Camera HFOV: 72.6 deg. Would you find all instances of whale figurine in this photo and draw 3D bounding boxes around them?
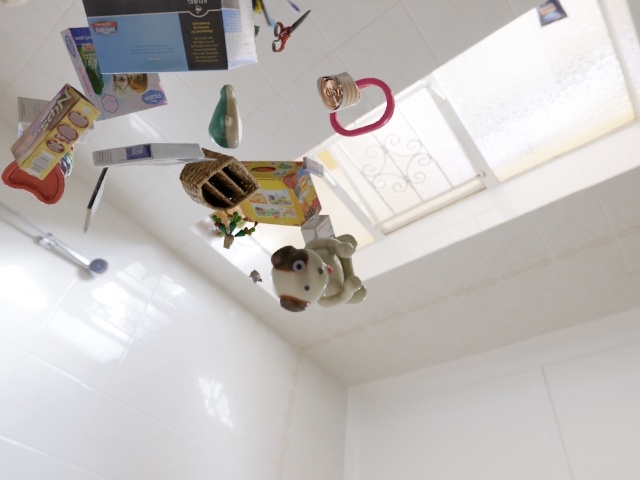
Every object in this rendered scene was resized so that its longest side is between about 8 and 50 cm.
[{"bbox_3d":[-0.421,-0.535,1.894,0.141,0.272,0.216,-1,-158,-2],"label":"whale figurine"}]

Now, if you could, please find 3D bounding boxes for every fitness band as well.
[{"bbox_3d":[0.162,-0.533,1.756,0.290,0.209,0.054,-10,-179,34],"label":"fitness band"}]

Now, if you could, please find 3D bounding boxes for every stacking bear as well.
[{"bbox_3d":[-0.943,-0.287,1.519,0.164,0.175,0.289,-44,-145,20],"label":"stacking bear"}]

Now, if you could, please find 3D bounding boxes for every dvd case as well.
[{"bbox_3d":[-0.750,-0.133,1.448,0.221,0.018,0.165,-34,-137,54],"label":"dvd case"}]

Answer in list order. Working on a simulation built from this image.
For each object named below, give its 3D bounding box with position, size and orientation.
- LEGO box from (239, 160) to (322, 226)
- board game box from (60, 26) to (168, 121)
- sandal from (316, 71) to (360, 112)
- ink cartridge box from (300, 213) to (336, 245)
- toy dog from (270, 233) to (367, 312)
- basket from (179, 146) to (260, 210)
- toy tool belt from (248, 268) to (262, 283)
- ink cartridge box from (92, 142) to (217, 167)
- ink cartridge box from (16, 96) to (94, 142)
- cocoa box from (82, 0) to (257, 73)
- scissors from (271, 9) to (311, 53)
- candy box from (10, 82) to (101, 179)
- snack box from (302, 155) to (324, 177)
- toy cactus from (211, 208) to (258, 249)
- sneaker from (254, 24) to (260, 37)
[{"bbox_3d":[-0.288,-0.292,2.710,0.500,0.372,0.193,6,-134,29],"label":"LEGO box"},{"bbox_3d":[-0.774,-0.651,1.679,0.066,0.318,0.318,1,-153,32],"label":"board game box"},{"bbox_3d":[0.075,-0.438,1.255,0.076,0.102,0.265,-14,-167,33],"label":"sandal"},{"bbox_3d":[0.000,0.000,1.888,0.082,0.191,0.139,2,-149,32],"label":"ink cartridge box"},{"bbox_3d":[-0.038,0.116,1.606,0.395,0.408,0.285,-3,-92,17],"label":"toy dog"},{"bbox_3d":[-0.446,-0.242,1.934,0.223,0.299,0.213,19,-104,21],"label":"basket"},{"bbox_3d":[-0.311,0.179,2.062,0.051,0.083,0.052,-41,-128,-23],"label":"toy tool belt"},{"bbox_3d":[-0.430,-0.224,1.148,0.223,0.045,0.224,0,-171,28],"label":"ink cartridge box"},{"bbox_3d":[-0.855,-0.383,1.406,0.148,0.203,0.086,-13,-98,53],"label":"ink cartridge box"},{"bbox_3d":[-0.362,-0.546,1.089,0.347,0.228,0.231,3,-153,11],"label":"cocoa box"},{"bbox_3d":[-0.103,-0.721,1.517,0.297,0.021,0.109,27,-66,56],"label":"scissors"},{"bbox_3d":[-0.553,-0.229,0.908,0.187,0.053,0.109,-51,-128,-1],"label":"candy box"},{"bbox_3d":[-0.032,-0.352,2.101,0.022,0.178,0.064,-7,-98,27],"label":"snack box"},{"bbox_3d":[-0.405,-0.045,2.024,0.112,0.219,0.181,21,-86,53],"label":"toy cactus"},{"bbox_3d":[-0.301,-0.860,1.700,0.076,0.166,0.065,-33,-156,36],"label":"sneaker"}]
